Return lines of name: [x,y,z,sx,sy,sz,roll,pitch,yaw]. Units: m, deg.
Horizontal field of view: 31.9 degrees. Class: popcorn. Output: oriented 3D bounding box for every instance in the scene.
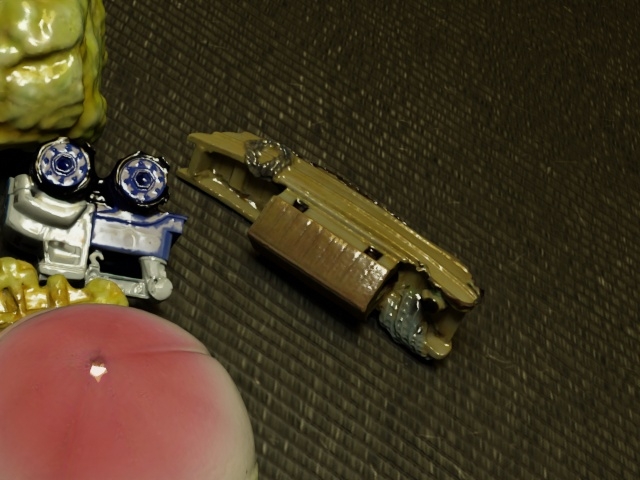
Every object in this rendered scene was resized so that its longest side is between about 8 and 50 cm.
popcorn: [-0.369,-0.258,1.365,0.294,0.292,0.334,23,19,-42]

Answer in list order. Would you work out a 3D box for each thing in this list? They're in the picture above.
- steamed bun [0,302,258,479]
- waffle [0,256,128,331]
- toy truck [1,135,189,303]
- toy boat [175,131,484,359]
steamed bun: [-0.197,0.180,0.989,0.310,0.309,0.309,13,46,-13]
waffle: [-0.321,0.158,1.190,0.302,0.068,0.325,31,52,3]
toy truck: [-0.275,-0.010,1.346,0.213,0.161,0.176,10,70,-16]
toy boat: [0.000,0.000,1.466,0.445,0.136,0.162,35,41,16]
